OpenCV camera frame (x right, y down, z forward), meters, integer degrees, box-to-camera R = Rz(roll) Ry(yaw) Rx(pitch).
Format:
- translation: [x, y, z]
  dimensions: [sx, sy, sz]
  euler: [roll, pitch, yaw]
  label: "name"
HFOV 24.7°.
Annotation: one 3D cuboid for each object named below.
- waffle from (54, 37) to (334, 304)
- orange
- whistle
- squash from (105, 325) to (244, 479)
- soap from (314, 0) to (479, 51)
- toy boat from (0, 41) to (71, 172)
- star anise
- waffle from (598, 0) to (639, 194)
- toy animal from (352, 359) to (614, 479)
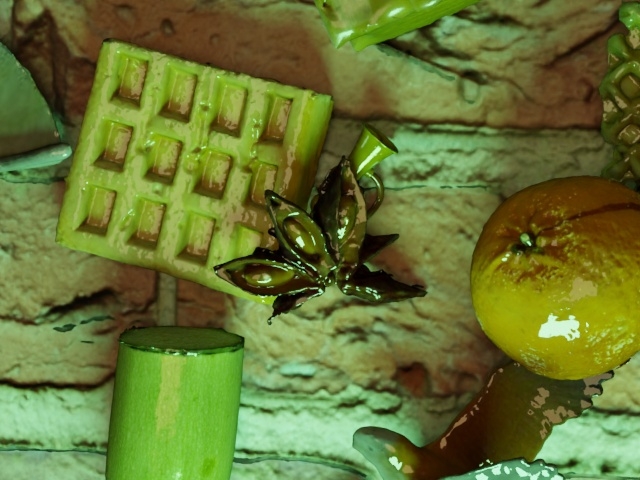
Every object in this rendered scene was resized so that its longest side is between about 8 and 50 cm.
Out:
- translation: [-0.130, -0.070, 1.470]
  dimensions: [0.247, 0.055, 0.221]
  euler: [15, 97, 9]
  label: "waffle"
- translation: [0.230, 0.030, 1.349]
  dimensions: [0.193, 0.161, 0.193]
  euler: [-9, 66, 21]
  label: "orange"
- translation: [0.035, -0.060, 1.456]
  dimensions: [0.109, 0.057, 0.046]
  euler: [-54, 43, 17]
  label: "whistle"
- translation: [-0.149, 0.214, 1.463]
  dimensions: [0.132, 0.132, 0.247]
  euler: [7, 98, 10]
  label: "squash"
- translation: [0.091, -0.374, 1.357]
  dimensions: [0.293, 0.156, 0.335]
  euler: [-25, 90, 14]
  label: "soap"
- translation: [-0.440, -0.135, 1.509]
  dimensions: [0.293, 0.111, 0.276]
  euler: [-28, 83, -2]
  label: "toy boat"
- translation: [0.001, 0.001, 1.417]
  dimensions: [0.212, 0.053, 0.157]
  euler: [-6, 108, -10]
  label: "star anise"
- translation: [0.374, -0.122, 1.372]
  dimensions: [0.223, 0.054, 0.204]
  euler: [3, 86, 11]
  label: "waffle"
- translation: [0.172, 0.278, 1.432]
  dimensions: [0.302, 0.225, 0.284]
  euler: [-13, 113, 24]
  label: "toy animal"
